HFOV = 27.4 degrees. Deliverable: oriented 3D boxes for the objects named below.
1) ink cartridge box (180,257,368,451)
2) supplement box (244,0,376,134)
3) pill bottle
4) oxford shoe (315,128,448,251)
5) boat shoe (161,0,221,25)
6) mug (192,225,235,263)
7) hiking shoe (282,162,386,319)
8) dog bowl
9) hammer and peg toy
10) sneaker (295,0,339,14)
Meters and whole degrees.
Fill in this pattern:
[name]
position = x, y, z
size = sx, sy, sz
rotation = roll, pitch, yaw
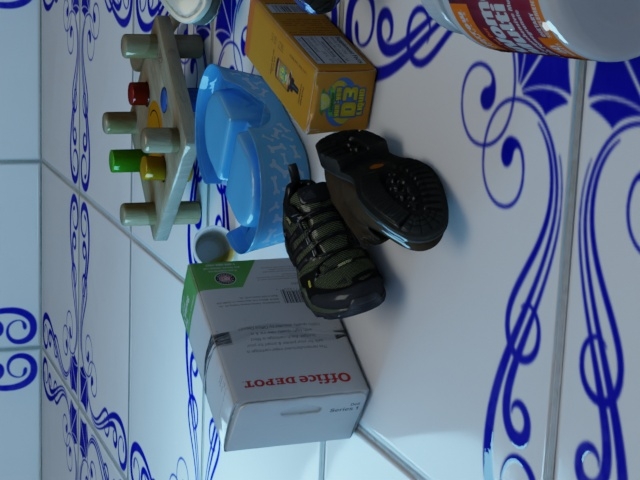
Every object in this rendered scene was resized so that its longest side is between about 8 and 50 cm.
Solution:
[ink cartridge box]
position = -0.058, 0.126, 1.501
size = 0.219, 0.160, 0.092
rotation = -112, 27, -42
[supplement box]
position = -0.016, -0.203, 1.480
size = 0.233, 0.080, 0.078
rotation = -121, 35, -54
[pill bottle]
position = 0.161, -0.197, 0.964
size = 0.221, 0.121, 0.121
rotation = -154, 64, -66
[oxford shoe]
position = 0.069, -0.033, 1.300
size = 0.227, 0.083, 0.096
rotation = -130, 26, -60
[boat shoe]
position = -0.186, -0.428, 1.875
size = 0.109, 0.091, 0.305
rotation = -29, 61, 25
[mug]
position = -0.157, 0.021, 1.888
size = 0.064, 0.062, 0.078
rotation = 150, 122, -75
[hiking shoe]
position = 0.000, 0.000, 1.409
size = 0.227, 0.086, 0.114
rotation = -131, 21, -58
[dog bowl]
position = -0.089, -0.107, 1.679
size = 0.297, 0.074, 0.166
rotation = -116, 32, -47
[hammer and peg toy]
position = -0.255, -0.216, 2.017
size = 0.266, 0.127, 0.361
rotation = 117, 144, -51
[sneaker]
position = -0.019, -0.314, 1.419
size = 0.087, 0.083, 0.221
rotation = 87, 170, -49
